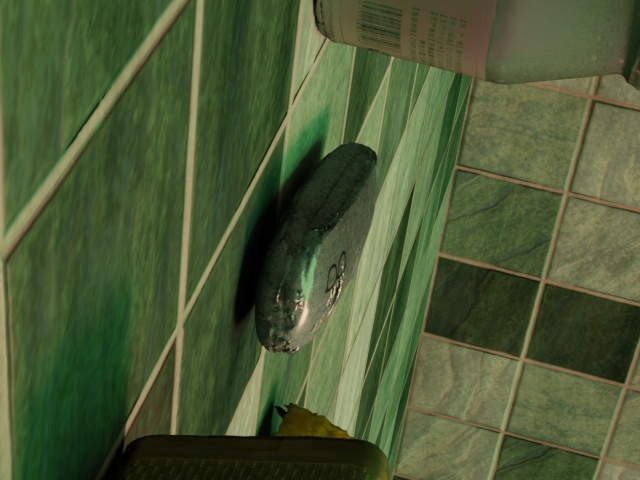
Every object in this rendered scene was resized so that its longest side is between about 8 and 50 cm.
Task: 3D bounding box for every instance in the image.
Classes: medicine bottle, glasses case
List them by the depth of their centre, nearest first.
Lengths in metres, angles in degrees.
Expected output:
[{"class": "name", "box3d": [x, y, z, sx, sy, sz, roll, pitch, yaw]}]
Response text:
[{"class": "medicine bottle", "box3d": [0.165, -0.237, 1.131, 0.245, 0.289, 0.245, 15, 90, -82]}, {"class": "glasses case", "box3d": [0.000, 0.000, 1.204, 0.282, 0.067, 0.109, -54, 159, -66]}]

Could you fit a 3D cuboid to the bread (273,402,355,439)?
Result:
[{"class": "bread", "box3d": [0.000, 0.286, 1.431, 0.261, 0.147, 0.160, 95, 15, -50]}]

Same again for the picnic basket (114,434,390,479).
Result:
[{"class": "picnic basket", "box3d": [-0.040, 0.247, 0.818, 0.139, 0.165, 0.267, -63, 150, -66]}]
